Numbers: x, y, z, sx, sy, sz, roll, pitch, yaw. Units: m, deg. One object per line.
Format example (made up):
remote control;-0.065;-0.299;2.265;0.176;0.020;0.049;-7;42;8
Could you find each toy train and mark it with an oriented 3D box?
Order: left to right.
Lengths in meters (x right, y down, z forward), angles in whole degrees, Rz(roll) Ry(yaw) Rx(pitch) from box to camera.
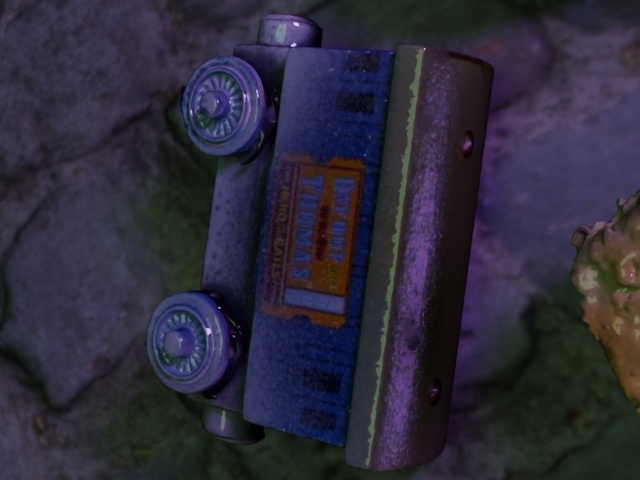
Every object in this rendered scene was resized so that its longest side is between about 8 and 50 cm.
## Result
toy train;0.000;0.000;0.796;0.202;0.131;0.300;10;95;32

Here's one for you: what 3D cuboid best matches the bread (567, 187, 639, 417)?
bread;0.257;0.011;0.626;0.245;0.121;0.174;-34;78;26
